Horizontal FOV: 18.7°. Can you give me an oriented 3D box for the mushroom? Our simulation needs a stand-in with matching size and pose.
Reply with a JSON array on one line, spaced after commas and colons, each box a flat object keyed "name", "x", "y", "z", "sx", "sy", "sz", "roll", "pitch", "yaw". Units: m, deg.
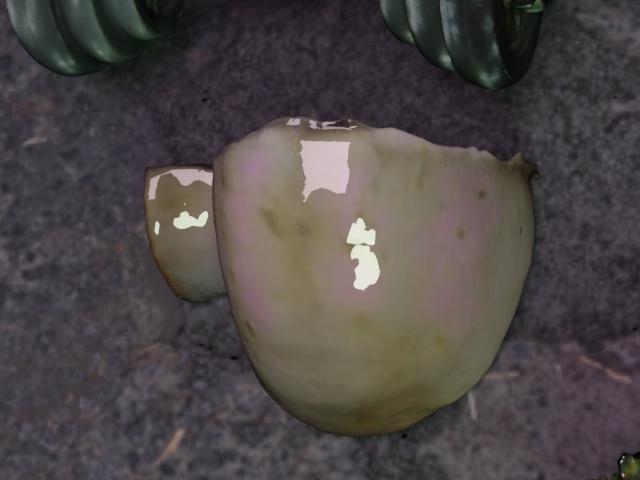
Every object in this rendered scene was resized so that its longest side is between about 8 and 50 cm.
[{"name": "mushroom", "x": -0.002, "y": 0.024, "z": 1.173, "sx": 0.236, "sy": 0.162, "sz": 0.173, "roll": 0, "pitch": 78, "yaw": 19}]

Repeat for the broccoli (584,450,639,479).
[{"name": "broccoli", "x": 0.242, "y": 0.208, "z": 1.085, "sx": 0.273, "sy": 0.180, "sz": 0.242, "roll": -11, "pitch": 89, "yaw": -18}]

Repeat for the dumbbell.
[{"name": "dumbbell", "x": -0.026, "y": -0.186, "z": 1.211, "sx": 0.406, "sy": 0.179, "sz": 0.179, "roll": 4, "pitch": 81, "yaw": 17}]
